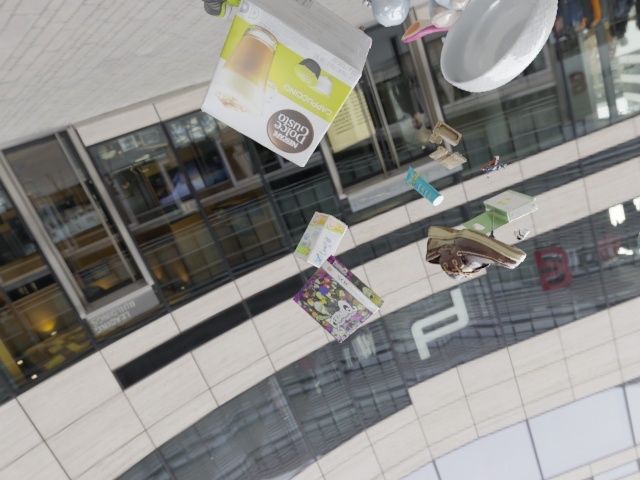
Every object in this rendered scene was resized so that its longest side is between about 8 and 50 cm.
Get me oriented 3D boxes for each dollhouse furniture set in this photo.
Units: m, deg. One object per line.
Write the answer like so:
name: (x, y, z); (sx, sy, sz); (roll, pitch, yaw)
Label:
dollhouse furniture set: (0.524, -0.399, 1.698); (0.151, 0.144, 0.123); (-61, -171, -11)

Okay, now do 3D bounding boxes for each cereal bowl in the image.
cereal bowl: (0.498, -0.563, 1.162); (0.141, 0.338, 0.339); (17, 180, -24)

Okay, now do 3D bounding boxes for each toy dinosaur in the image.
toy dinosaur: (0.498, -0.220, 1.231); (0.047, 0.090, 0.082); (-35, -150, -17)

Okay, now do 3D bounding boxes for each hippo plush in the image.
hippo plush: (0.217, -0.663, 1.033); (0.237, 0.294, 0.234); (-13, 162, -3)

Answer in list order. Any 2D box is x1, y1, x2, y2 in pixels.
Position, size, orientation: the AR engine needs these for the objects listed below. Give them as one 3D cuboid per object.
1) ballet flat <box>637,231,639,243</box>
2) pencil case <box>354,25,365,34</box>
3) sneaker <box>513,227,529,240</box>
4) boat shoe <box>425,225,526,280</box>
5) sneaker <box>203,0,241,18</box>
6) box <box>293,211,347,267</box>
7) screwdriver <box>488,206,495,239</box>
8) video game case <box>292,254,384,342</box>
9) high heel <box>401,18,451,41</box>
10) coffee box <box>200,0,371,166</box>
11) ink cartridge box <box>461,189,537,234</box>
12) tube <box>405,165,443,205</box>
ballet flat: (0.756, -0.030, 0.899); (0.168, 0.057, 0.052); (-19, 161, -13)
pencil case: (0.075, -0.683, 1.523); (0.236, 0.104, 0.104); (-43, -156, -26)
sneaker: (0.764, -0.021, 1.630); (0.043, 0.040, 0.109); (-56, 168, 0)
boat shoe: (0.351, 0.042, 1.027); (0.123, 0.123, 0.342); (20, -179, -17)
sneaker: (-0.312, -0.731, 1.232); (0.121, 0.111, 0.300); (1, -168, -25)
box: (0.000, 0.000, 1.694); (0.114, 0.103, 0.203); (21, -98, 57)
screwdriver: (0.617, -0.045, 1.510); (0.024, 0.025, 0.169); (126, -15, -65)
video game case: (0.047, 0.183, 1.291); (0.042, 0.210, 0.232); (-43, 174, -49)
high heel: (0.450, -0.835, 1.682); (0.244, 0.117, 0.082); (-23, -131, 37)
coffee box: (-0.091, -0.489, 1.234); (0.334, 0.338, 0.338); (-52, -164, 38)
ink cartridge box: (0.682, -0.110, 1.639); (0.235, 0.056, 0.171); (-24, -160, -1)
tube: (0.434, -0.228, 1.798); (0.052, 0.080, 0.207); (-13, -133, -29)
